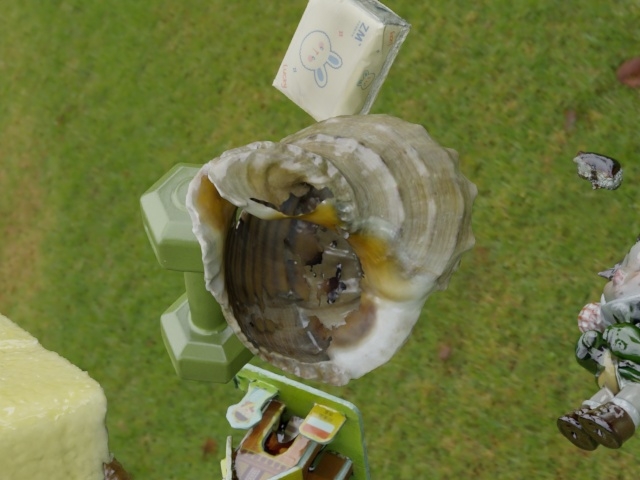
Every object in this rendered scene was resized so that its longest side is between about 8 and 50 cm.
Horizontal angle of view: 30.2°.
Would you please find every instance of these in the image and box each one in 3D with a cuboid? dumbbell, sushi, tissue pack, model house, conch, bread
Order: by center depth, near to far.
[{"bbox_3d":[-0.290,0.192,0.845,0.236,0.198,0.263,31,120,49],"label":"bread"},{"bbox_3d":[-0.004,-0.001,1.120,0.186,0.324,0.263,12,89,59],"label":"conch"},{"bbox_3d":[-0.127,0.043,1.308,0.108,0.302,0.121,-19,55,-14],"label":"dumbbell"},{"bbox_3d":[-0.035,0.416,1.642,0.340,0.300,0.324,18,51,24],"label":"model house"},{"bbox_3d":[0.418,-0.109,1.797,0.044,0.046,0.083,-38,41,-25],"label":"sushi"},{"bbox_3d":[0.030,-0.285,1.821,0.148,0.092,0.196,40,119,25],"label":"tissue pack"}]

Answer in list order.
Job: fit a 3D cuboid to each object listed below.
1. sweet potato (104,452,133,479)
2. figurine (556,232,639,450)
[{"bbox_3d":[-0.140,0.305,1.034,0.066,0.314,0.072,-32,18,-28],"label":"sweet potato"},{"bbox_3d":[0.447,0.120,1.605,0.370,0.167,0.281,-53,9,-25],"label":"figurine"}]
